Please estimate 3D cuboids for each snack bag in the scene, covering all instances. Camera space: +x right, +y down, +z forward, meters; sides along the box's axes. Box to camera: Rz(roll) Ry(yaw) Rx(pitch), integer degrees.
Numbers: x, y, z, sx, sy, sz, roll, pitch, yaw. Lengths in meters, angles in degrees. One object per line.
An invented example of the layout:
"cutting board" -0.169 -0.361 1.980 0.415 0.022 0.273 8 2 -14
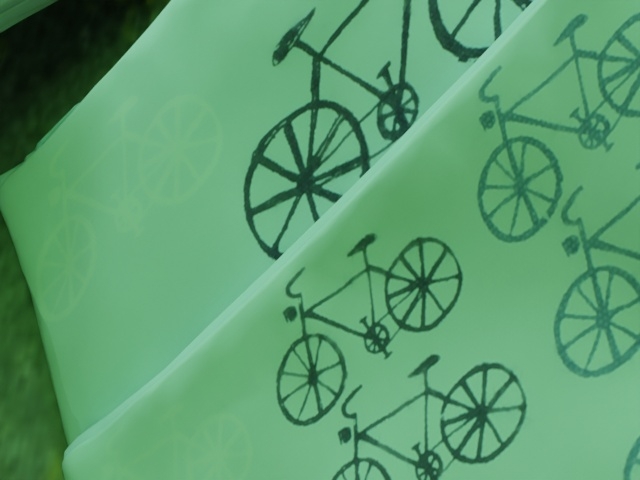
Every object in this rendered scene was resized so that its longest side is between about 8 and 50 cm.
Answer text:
"snack bag" 0.000 0.000 0.470 0.323 0.037 0.342 -43 51 27

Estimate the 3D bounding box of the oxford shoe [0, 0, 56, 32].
"oxford shoe" -0.176 -0.194 0.640 0.169 0.130 0.449 14 38 18
